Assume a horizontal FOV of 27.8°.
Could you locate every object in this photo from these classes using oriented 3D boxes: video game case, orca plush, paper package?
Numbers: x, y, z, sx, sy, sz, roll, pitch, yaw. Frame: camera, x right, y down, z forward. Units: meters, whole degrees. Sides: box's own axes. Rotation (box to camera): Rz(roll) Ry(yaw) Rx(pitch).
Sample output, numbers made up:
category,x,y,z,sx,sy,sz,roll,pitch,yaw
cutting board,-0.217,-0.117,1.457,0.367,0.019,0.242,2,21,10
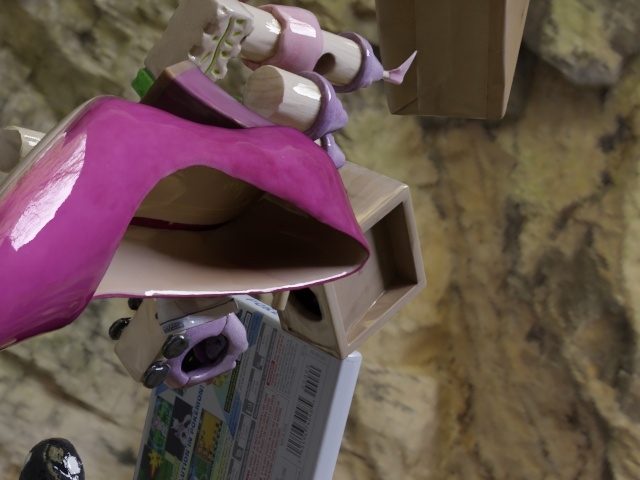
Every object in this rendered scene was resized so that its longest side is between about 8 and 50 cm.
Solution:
category,x,y,z,sx,sy,sz,roll,pitch,yaw
video game case,-0.097,0.230,1.440,0.300,0.036,0.329,23,-76,46
orca plush,-0.364,0.378,1.591,0.102,0.151,0.287,63,46,-67
paper package,0.183,-0.365,1.669,0.309,0.168,0.325,80,21,-54

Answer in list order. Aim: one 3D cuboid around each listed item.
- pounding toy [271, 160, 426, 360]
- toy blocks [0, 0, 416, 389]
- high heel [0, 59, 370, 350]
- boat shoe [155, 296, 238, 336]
category,x,y,z,sx,sy,sz,roll,pitch,yaw
pounding toy,-0.007,0.001,1.186,0.094,0.206,0.181,24,-129,39
toy blocks,-0.064,-0.066,1.101,0.288,0.260,0.309,-54,-127,19
high heel,-0.072,0.006,0.723,0.127,0.181,0.377,-48,-177,29
boat shoe,-0.085,0.040,0.867,0.035,0.035,0.100,-19,178,19
